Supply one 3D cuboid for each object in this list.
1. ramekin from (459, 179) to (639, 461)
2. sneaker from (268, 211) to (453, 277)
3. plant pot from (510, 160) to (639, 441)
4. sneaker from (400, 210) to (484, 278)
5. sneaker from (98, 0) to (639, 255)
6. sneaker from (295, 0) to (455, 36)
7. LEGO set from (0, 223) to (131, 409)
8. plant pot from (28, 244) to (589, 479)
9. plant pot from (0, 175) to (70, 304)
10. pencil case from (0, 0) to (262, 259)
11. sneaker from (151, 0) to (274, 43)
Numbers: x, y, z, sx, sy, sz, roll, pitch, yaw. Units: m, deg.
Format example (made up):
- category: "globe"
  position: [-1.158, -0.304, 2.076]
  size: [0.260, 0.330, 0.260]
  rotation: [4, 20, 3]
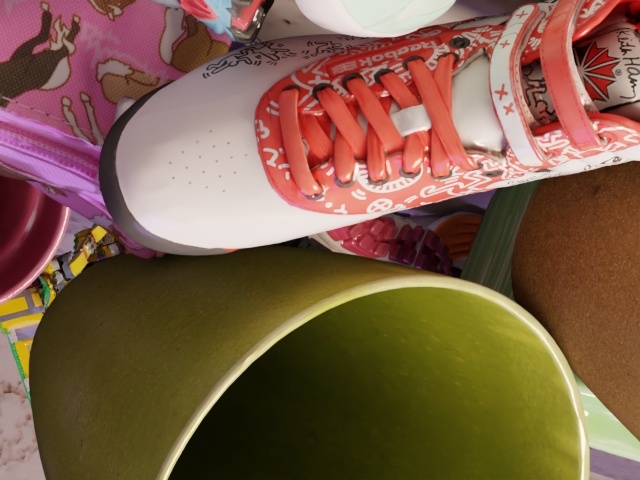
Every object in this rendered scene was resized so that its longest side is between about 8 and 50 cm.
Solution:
- category: "ramekin"
  position: [0.230, 0.063, 1.017]
  size: [0.303, 0.148, 0.303]
  rotation: [18, 170, 3]
- category: "sneaker"
  position: [0.000, 0.000, 1.047]
  size: [0.112, 0.121, 0.299]
  rotation: [29, 164, 37]
- category: "plant pot"
  position: [0.234, 0.038, 0.768]
  size: [0.254, 0.237, 0.237]
  rotation: [29, 178, 36]
- category: "sneaker"
  position: [0.145, 0.042, 1.256]
  size: [0.262, 0.099, 0.121]
  rotation: [35, 169, -37]
- category: "sneaker"
  position: [0.048, -0.059, 0.638]
  size: [0.270, 0.090, 0.145]
  rotation: [-11, 178, -22]
- category: "sneaker"
  position: [0.067, -0.119, 0.489]
  size: [0.151, 0.094, 0.256]
  rotation: [12, 170, 12]
- category: "LEGO set"
  position: [-0.159, 0.083, 1.459]
  size: [0.192, 0.255, 0.331]
  rotation: [-15, 179, 14]
- category: "plant pot"
  position: [-0.047, 0.112, 0.859]
  size: [0.275, 0.275, 0.293]
  rotation: [25, 180, -36]
- category: "plant pot"
  position: [-0.343, -0.054, 1.313]
  size: [0.201, 0.201, 0.180]
  rotation: [26, -176, -37]
- category: "pencil case"
  position: [-0.230, -0.123, 0.791]
  size: [0.386, 0.160, 0.167]
  rotation: [21, 170, -16]
- category: "sneaker"
  position: [-0.071, -0.145, 0.561]
  size: [0.125, 0.104, 0.262]
  rotation: [20, 170, 1]
